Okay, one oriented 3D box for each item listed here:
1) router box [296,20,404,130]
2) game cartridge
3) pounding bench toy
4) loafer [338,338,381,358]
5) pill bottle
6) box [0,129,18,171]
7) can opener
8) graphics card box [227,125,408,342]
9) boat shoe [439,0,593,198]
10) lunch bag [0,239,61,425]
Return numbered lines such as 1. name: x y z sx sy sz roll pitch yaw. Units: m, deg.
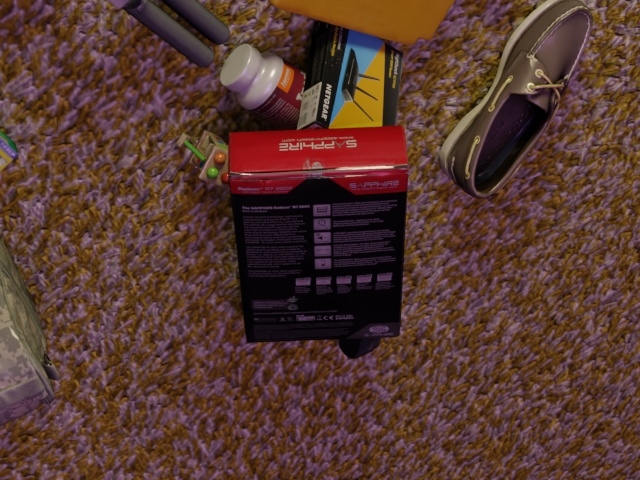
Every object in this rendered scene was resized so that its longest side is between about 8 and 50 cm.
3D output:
1. router box: 0.043 -0.202 1.756 0.133 0.179 0.046 26 149 -31
2. game cartridge: 0.108 -0.416 1.674 0.285 0.052 0.323 8 124 -41
3. pounding bench toy: -0.153 -0.114 1.782 0.083 0.065 0.052 19 109 -29
4. loafer: 0.079 0.101 2.005 0.061 0.062 0.170 -7 126 -44
5. pill bottle: -0.057 -0.200 1.759 0.152 0.086 0.086 30 103 -32
6. box: -0.491 -0.091 1.676 0.179 0.043 0.105 -41 124 6
7. can opener: -0.204 -0.296 1.605 0.074 0.093 0.280 -53 145 1
8. graphics card box: 0.000 0.000 1.784 0.233 0.094 0.371 -3 140 0
9. boat shoe: 0.298 -0.206 1.890 0.116 0.096 0.324 28 105 -31
10. lunch bag: -0.504 0.163 1.674 0.305 0.256 0.212 -24 128 -9
